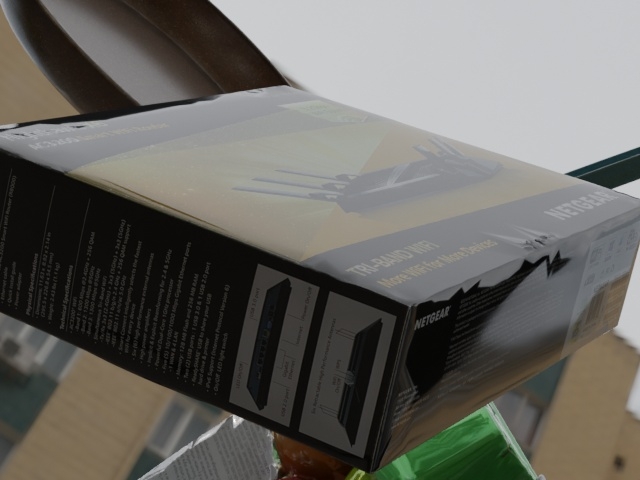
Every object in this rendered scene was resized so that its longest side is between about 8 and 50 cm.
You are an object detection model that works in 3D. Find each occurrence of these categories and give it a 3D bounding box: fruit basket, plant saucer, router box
[{"bbox_3d":[0.009,0.235,1.447,0.353,0.327,0.165,-39,-53,8],"label":"fruit basket"},{"bbox_3d":[-0.114,-0.122,1.171,0.311,0.310,0.050,39,-72,-12],"label":"plant saucer"},{"bbox_3d":[0.000,0.000,0.844,0.243,0.309,0.081,20,-72,24],"label":"router box"},{"bbox_3d":[0.123,-0.021,1.051,0.192,0.067,0.018,-21,-86,10],"label":"plant saucer"}]
